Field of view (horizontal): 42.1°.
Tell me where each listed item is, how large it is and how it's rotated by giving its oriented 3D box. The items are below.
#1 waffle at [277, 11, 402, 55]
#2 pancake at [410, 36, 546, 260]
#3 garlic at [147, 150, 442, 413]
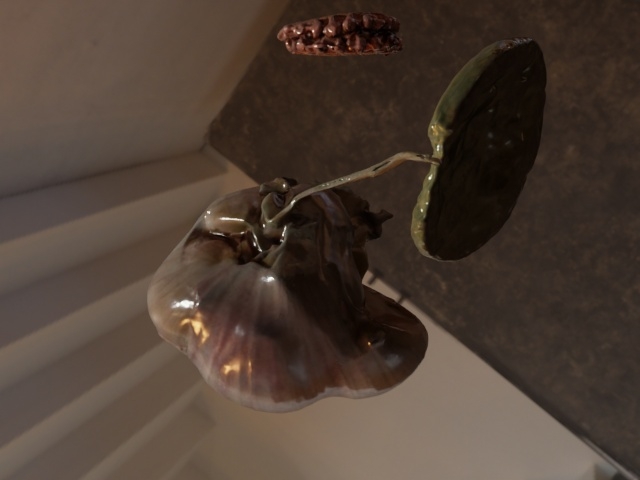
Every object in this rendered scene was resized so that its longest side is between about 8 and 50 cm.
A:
[{"bbox_3d":[0.014,-0.137,0.560,0.075,0.083,0.029,-11,-76,-43],"label":"waffle"},{"bbox_3d":[0.160,-0.088,0.836,0.222,0.042,0.236,-41,-40,-31],"label":"pancake"},{"bbox_3d":[0.000,0.000,0.614,0.257,0.207,0.207,-56,-8,29],"label":"garlic"}]
